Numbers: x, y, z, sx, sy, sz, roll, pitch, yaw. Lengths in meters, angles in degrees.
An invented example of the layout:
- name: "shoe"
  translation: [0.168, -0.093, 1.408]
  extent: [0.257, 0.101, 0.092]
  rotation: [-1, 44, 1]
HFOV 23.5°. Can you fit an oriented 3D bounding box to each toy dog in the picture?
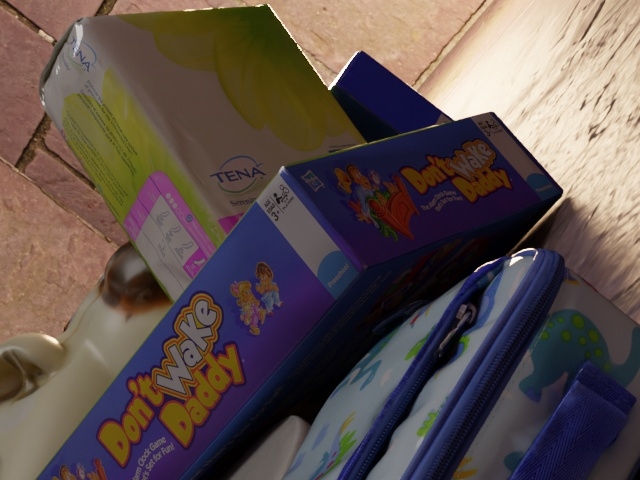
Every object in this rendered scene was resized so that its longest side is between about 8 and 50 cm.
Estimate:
- name: "toy dog"
  translation: [-0.196, 0.180, 1.357]
  extent: [0.408, 0.284, 0.395]
  rotation: [-54, 17, -20]

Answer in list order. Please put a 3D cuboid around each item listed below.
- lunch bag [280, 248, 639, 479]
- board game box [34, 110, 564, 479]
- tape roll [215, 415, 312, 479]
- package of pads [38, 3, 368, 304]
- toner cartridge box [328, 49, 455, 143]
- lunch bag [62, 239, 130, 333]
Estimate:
- name: "lunch bag"
  translation: [0.032, 0.112, 0.565]
  extent: [0.219, 0.090, 0.176]
  rotation: [-55, 7, -23]
- name: "board game box"
  translation: [-0.021, 0.072, 1.024]
  extent: [0.233, 0.078, 0.347]
  rotation: [-18, -26, -52]
- name: "tape roll"
  translation: [-0.102, 0.270, 0.855]
  extent: [0.392, 0.072, 0.392]
  rotation: [-53, 3, 4]
- name: "package of pads"
  translation: [-0.068, -0.056, 1.241]
  extent: [0.229, 0.296, 0.101]
  rotation: [-12, -31, -46]
- name: "toner cartridge box"
  translation: [0.000, 0.000, 1.447]
  extent: [0.348, 0.165, 0.075]
  rotation: [-51, 4, 38]
- name: "lunch bag"
  translation: [-0.119, 0.074, 1.822]
  extent: [0.328, 0.239, 0.385]
  rotation: [-53, -12, -6]
